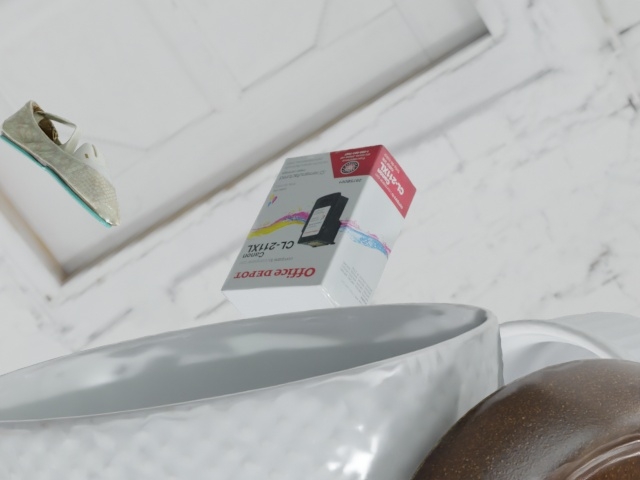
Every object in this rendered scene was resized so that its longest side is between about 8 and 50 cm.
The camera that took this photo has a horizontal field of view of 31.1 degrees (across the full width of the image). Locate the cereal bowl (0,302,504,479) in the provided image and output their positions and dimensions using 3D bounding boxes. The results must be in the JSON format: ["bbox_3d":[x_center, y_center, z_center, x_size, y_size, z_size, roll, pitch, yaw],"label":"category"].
[{"bbox_3d":[-0.049,0.134,0.711,0.339,0.141,0.339,-10,-178,0],"label":"cereal bowl"}]

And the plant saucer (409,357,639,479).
[{"bbox_3d":[0.166,0.215,0.586,0.310,0.310,0.050,-44,-168,-25],"label":"plant saucer"}]

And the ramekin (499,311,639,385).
[{"bbox_3d":[0.248,0.197,1.068,0.135,0.277,0.277,-11,177,-43],"label":"ramekin"}]

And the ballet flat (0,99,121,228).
[{"bbox_3d":[-0.217,-0.072,0.990,0.168,0.057,0.052,37,-97,30],"label":"ballet flat"}]

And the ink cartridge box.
[{"bbox_3d":[0.000,0.000,1.111,0.128,0.072,0.175,-5,-133,38],"label":"ink cartridge box"}]
